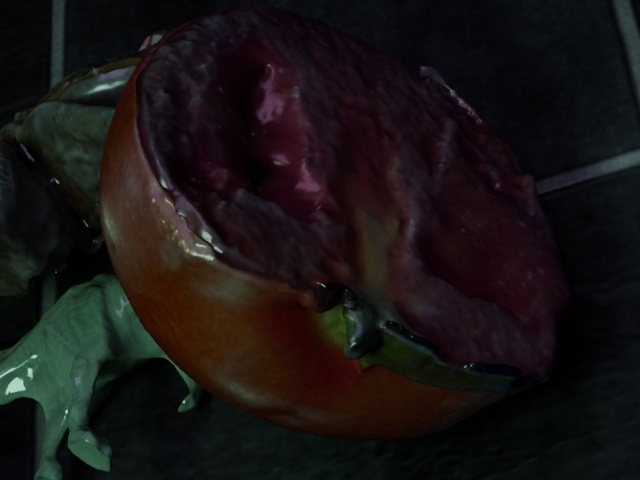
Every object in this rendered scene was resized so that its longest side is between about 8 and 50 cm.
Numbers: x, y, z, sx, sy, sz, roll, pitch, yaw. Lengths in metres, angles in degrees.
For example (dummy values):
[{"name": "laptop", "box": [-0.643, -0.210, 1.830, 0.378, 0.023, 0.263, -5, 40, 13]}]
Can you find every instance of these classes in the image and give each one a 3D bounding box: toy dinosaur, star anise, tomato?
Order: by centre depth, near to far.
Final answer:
[{"name": "tomato", "box": [0.002, 0.004, 1.141, 0.176, 0.335, 0.289, -54, 18, 40]}, {"name": "toy dinosaur", "box": [-0.188, 0.100, 1.246, 0.393, 0.092, 0.205, -12, 45, 19]}, {"name": "star anise", "box": [-0.208, -0.037, 1.278, 0.332, 0.117, 0.331, -40, 8, 7]}]

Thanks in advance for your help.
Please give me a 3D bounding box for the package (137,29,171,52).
[{"name": "package", "box": [-0.100, -0.088, 1.392, 0.232, 0.040, 0.166, 17, 69, 42]}]
